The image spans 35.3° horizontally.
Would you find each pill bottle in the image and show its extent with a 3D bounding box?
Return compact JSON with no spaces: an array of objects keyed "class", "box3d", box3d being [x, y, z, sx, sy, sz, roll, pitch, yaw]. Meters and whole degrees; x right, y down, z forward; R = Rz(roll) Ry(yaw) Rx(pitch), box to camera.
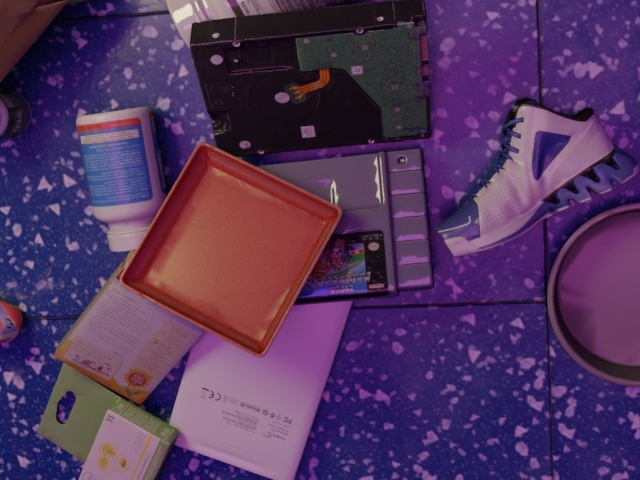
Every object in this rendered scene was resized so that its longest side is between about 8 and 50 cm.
[{"class":"pill bottle","box3d":[-0.313,-0.098,1.618,0.124,0.124,0.221,-7,99,9]},{"class":"pill bottle","box3d":[-0.078,-0.386,1.518,0.283,0.161,0.161,-25,95,12]},{"class":"pill bottle","box3d":[-0.528,-0.201,1.623,0.078,0.137,0.078,1,100,8]}]

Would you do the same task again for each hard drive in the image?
[{"class":"hard drive","box3d":[-0.103,0.208,1.682,0.233,0.047,0.353,19,102,5]},{"class":"hard drive","box3d":[-0.006,-0.238,1.508,0.339,0.064,0.237,-5,141,5]}]

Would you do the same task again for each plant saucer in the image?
[{"class":"plant saucer","box3d":[-0.134,0.014,1.541,0.258,0.047,0.259,26,80,13]}]

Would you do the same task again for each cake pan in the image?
[{"class":"cake pan","box3d":[0.502,0.082,1.575,0.293,0.054,0.293,1,100,8]}]

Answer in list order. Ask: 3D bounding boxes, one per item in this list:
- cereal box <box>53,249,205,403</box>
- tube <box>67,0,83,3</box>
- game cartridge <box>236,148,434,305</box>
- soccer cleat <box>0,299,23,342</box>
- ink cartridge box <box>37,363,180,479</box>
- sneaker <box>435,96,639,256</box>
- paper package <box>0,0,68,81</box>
[{"class":"cereal box","box3d":[-0.301,0.146,1.648,0.173,0.047,0.240,34,117,-17]},{"class":"tube","box3d":[-0.304,-0.429,1.597,0.240,0.062,0.070,-10,139,4]},{"class":"game cartridge","box3d":[-0.006,-0.015,1.589,0.355,0.068,0.230,-6,75,8]},{"class":"soccer cleat","box3d":[-0.629,0.116,1.713,0.248,0.095,0.083,17,102,4]},{"class":"ink cartridge box","box3d":[-0.374,0.338,1.713,0.235,0.056,0.171,29,115,5]},{"class":"sneaker","box3d":[0.305,-0.113,1.543,0.316,0.127,0.182,-27,91,4]},{"class":"paper package","box3d":[-0.582,-0.375,1.517,0.309,0.168,0.325,-45,58,11]}]
